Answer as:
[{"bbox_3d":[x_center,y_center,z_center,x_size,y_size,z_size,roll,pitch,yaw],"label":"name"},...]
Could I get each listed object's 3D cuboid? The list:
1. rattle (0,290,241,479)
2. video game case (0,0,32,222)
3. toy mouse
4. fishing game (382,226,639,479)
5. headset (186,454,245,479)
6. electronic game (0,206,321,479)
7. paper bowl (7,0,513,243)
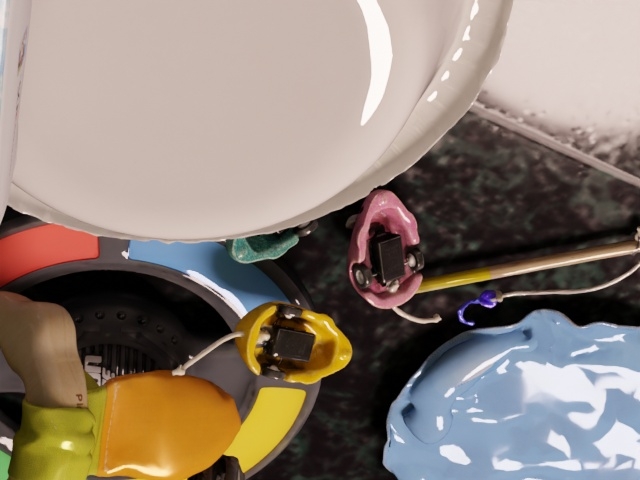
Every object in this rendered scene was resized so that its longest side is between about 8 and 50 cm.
[{"bbox_3d":[-0.168,0.092,1.027,0.200,0.143,0.130,-22,91,37],"label":"rattle"},{"bbox_3d":[-0.235,-0.125,0.697,0.269,0.061,0.244,8,130,-5],"label":"video game case"},{"bbox_3d":[0.000,0.000,0.999,0.161,0.031,0.143,6,97,-34],"label":"toy mouse"},{"bbox_3d":[0.126,0.113,1.122,0.189,0.041,0.264,-14,122,6],"label":"fishing game"},{"bbox_3d":[-0.222,0.208,1.086,0.394,0.185,0.243,-4,160,23],"label":"headset"},{"bbox_3d":[-0.113,0.066,1.053,0.229,0.048,0.229,-2,131,-3],"label":"electronic game"},{"bbox_3d":[-0.059,-0.114,0.843,0.284,0.148,0.284,-3,132,-3],"label":"paper bowl"}]
